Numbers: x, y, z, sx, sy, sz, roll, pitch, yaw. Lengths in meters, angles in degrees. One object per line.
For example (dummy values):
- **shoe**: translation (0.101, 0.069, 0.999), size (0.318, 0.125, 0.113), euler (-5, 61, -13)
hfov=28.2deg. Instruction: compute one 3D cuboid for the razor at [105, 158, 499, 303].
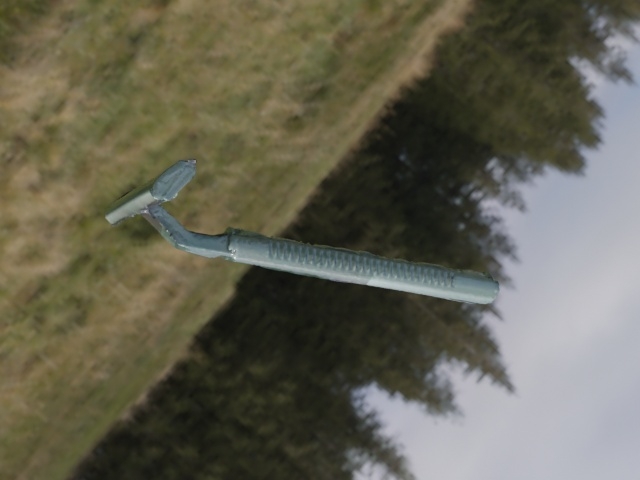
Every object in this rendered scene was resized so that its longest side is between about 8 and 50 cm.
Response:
- **razor**: translation (-0.001, 0.007, 0.663), size (0.084, 0.211, 0.036), euler (-17, -121, 64)
